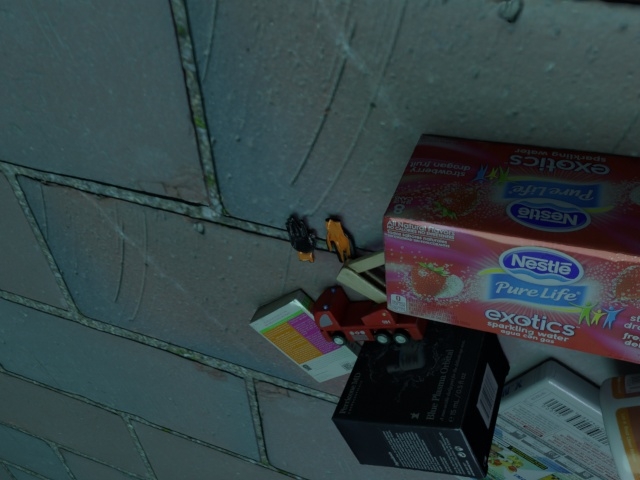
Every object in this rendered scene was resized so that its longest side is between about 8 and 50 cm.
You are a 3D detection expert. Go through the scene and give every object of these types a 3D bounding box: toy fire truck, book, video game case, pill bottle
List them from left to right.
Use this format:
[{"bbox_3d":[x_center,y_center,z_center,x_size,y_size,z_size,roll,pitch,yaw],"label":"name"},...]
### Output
[{"bbox_3d":[-0.013,0.135,0.848,0.096,0.035,0.144,-28,115,39],"label":"book"},{"bbox_3d":[0.063,0.061,0.720,0.192,0.047,0.135,-7,127,33],"label":"toy fire truck"},{"bbox_3d":[0.342,0.311,0.829,0.329,0.036,0.300,31,138,-5],"label":"video game case"},{"bbox_3d":[0.397,0.176,0.592,0.216,0.121,0.121,-18,121,30],"label":"pill bottle"}]

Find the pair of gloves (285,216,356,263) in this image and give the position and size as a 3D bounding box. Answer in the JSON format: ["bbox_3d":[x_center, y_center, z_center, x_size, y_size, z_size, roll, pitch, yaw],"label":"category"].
[{"bbox_3d":[0.000,0.000,0.722,0.083,0.010,0.074,5,136,26],"label":"pair of gloves"}]

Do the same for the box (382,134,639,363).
[{"bbox_3d":[0.194,0.004,0.534,0.257,0.128,0.122,11,135,20],"label":"box"}]

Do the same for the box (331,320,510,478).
[{"bbox_3d":[0.121,0.178,0.724,0.158,0.156,0.093,-7,127,33],"label":"box"}]
